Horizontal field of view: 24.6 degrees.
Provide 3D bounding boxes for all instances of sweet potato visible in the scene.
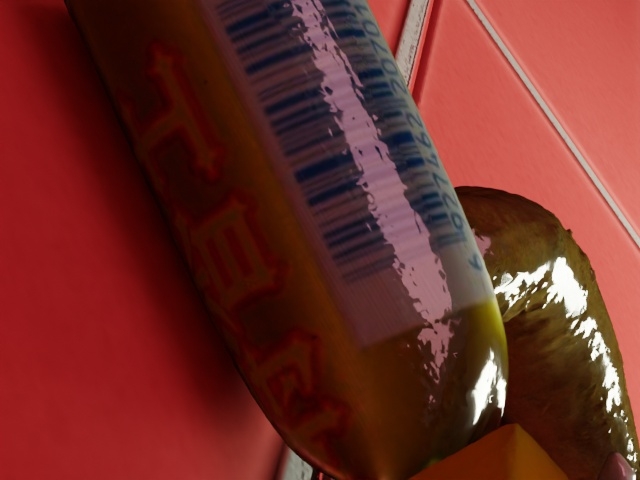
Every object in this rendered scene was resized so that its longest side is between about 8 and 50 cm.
[{"bbox_3d":[0.100,0.041,0.776,0.310,0.098,0.124,45,50,-35],"label":"sweet potato"}]

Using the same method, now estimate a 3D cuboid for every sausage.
[{"bbox_3d":[-0.001,0.001,0.606,0.125,0.117,0.317,106,-39,-81],"label":"sausage"}]

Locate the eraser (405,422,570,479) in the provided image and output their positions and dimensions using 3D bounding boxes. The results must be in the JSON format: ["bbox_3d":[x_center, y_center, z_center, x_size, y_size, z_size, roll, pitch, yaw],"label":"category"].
[{"bbox_3d":[0.047,0.134,0.533,0.097,0.122,0.045,47,26,-25],"label":"eraser"}]

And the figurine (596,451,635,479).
[{"bbox_3d":[0.199,0.248,0.522,0.224,0.205,0.382,16,52,-2],"label":"figurine"}]
